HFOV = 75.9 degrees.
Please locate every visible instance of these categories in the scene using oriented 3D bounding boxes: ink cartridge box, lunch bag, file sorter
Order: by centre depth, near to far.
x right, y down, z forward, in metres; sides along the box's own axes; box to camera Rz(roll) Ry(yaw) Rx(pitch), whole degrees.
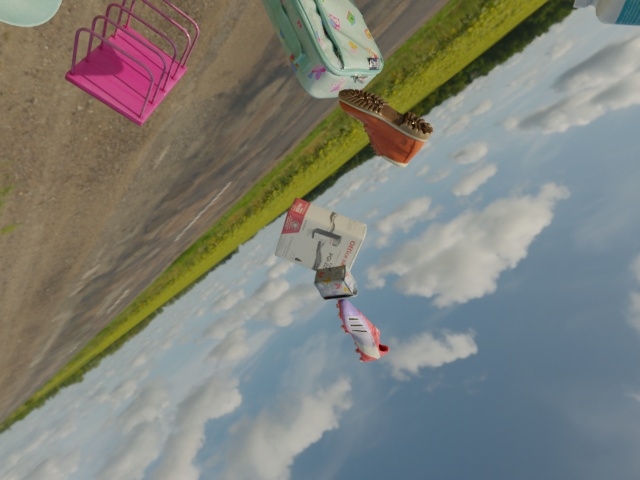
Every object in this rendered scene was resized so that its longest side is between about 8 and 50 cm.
[{"bbox_3d":[0.034,0.095,0.847,0.070,0.083,0.053,-9,-133,19],"label":"lunch bag"},{"bbox_3d":[0.005,-0.438,0.858,0.107,0.280,0.224,-28,178,41],"label":"lunch bag"},{"bbox_3d":[-0.477,-0.498,1.079,0.182,0.202,0.291,-38,-152,45],"label":"file sorter"},{"bbox_3d":[0.000,0.000,1.142,0.092,0.217,0.159,-72,-178,-58],"label":"ink cartridge box"}]

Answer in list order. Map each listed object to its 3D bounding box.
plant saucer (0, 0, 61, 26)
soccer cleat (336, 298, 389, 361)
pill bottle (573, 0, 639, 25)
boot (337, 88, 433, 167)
[{"bbox_3d":[-0.416,-0.374,0.510,0.037,0.195,0.195,4,-158,16],"label":"plant saucer"},{"bbox_3d":[0.119,0.251,1.176,0.094,0.248,0.083,-21,-151,8],"label":"soccer cleat"},{"bbox_3d":[0.640,-0.487,0.775,0.263,0.147,0.146,16,-146,21],"label":"pill bottle"},{"bbox_3d":[0.089,-0.177,0.653,0.059,0.157,0.085,-56,176,-45],"label":"boot"}]
